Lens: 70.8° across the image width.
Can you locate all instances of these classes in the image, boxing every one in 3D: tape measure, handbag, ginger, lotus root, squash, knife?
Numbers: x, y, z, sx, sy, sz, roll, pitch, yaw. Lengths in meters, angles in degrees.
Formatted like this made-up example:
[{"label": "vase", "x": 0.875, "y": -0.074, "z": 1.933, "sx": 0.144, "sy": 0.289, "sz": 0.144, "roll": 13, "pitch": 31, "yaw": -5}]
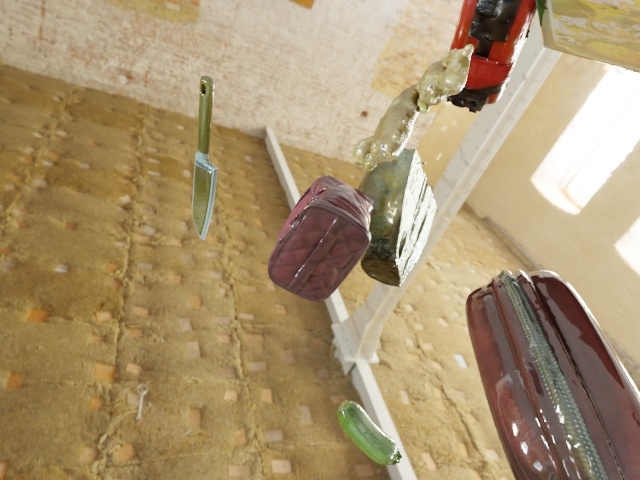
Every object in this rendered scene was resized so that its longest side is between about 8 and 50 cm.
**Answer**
[{"label": "tape measure", "x": 0.297, "y": -0.384, "z": 0.734, "sx": 0.114, "sy": 0.260, "sz": 0.253, "roll": 21, "pitch": -110, "yaw": 12}, {"label": "handbag", "x": 0.000, "y": 0.000, "z": 0.843, "sx": 0.147, "sy": 0.225, "sz": 0.135, "roll": 29, "pitch": -146, "yaw": -12}, {"label": "ginger", "x": 0.134, "y": -0.184, "z": 0.624, "sx": 0.052, "sy": 0.193, "sz": 0.176, "roll": 43, "pitch": -119, "yaw": -17}, {"label": "lotus root", "x": 0.155, "y": -0.033, "z": 1.035, "sx": 0.150, "sy": 0.260, "sz": 0.267, "roll": 10, "pitch": 162, "yaw": 29}, {"label": "squash", "x": 0.118, "y": 0.481, "z": 1.114, "sx": 0.219, "sy": 0.077, "sz": 0.068, "roll": 46, "pitch": -178, "yaw": -12}, {"label": "knife", "x": -0.221, "y": -0.138, "z": 0.858, "sx": 0.061, "sy": 0.342, "sz": 0.027, "roll": 37, "pitch": -138, "yaw": 24}]

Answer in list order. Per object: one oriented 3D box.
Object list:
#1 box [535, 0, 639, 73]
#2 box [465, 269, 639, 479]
[{"label": "box", "x": 0.449, "y": -0.285, "z": 0.499, "sx": 0.373, "sy": 0.138, "sz": 0.420, "roll": 29, "pitch": -163, "yaw": 23}, {"label": "box", "x": 0.256, "y": 0.214, "z": 0.457, "sx": 0.403, "sy": 0.108, "sz": 0.263, "roll": 58, "pitch": -159, "yaw": -34}]
